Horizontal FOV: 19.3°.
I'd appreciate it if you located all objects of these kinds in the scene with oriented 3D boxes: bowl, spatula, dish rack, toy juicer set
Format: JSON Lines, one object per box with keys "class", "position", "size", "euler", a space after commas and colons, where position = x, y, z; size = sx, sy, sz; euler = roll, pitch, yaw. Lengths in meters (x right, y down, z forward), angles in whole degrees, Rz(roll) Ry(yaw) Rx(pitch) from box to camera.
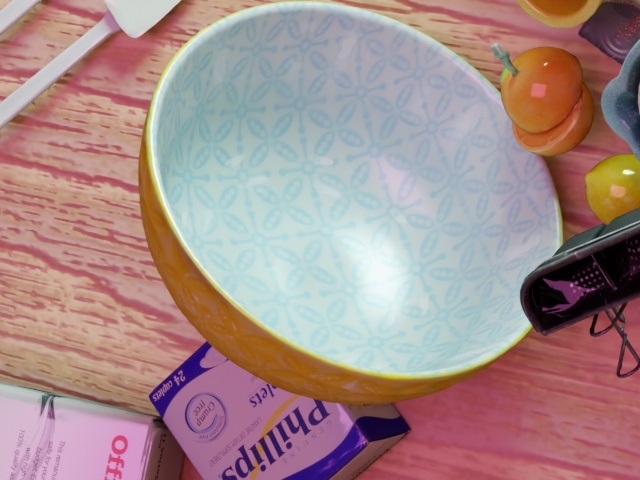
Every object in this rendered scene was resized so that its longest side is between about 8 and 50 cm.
{"class": "bowl", "position": [0.000, 0.000, 1.259], "size": [0.289, 0.289, 0.156], "euler": [54, 143, 16]}
{"class": "spatula", "position": [-0.215, -0.194, 1.459], "size": [0.242, 0.019, 0.168], "euler": [-37, 77, 15]}
{"class": "dish rack", "position": [0.277, 0.079, 1.140], "size": [0.208, 0.074, 0.271], "euler": [-24, 109, 36]}
{"class": "toy juicer set", "position": [0.238, -0.051, 1.168], "size": [0.329, 0.089, 0.209], "euler": [34, 137, 18]}

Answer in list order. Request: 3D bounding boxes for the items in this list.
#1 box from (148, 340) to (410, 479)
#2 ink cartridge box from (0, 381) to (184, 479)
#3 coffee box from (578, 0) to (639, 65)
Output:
{"class": "box", "position": [-0.031, 0.124, 1.351], "size": [0.126, 0.072, 0.137], "euler": [-43, 73, 20]}
{"class": "ink cartridge box", "position": [-0.217, 0.188, 1.408], "size": [0.208, 0.087, 0.153], "euler": [11, 86, 17]}
{"class": "coffee box", "position": [0.263, -0.180, 1.223], "size": [0.113, 0.040, 0.184], "euler": [40, 107, 20]}
